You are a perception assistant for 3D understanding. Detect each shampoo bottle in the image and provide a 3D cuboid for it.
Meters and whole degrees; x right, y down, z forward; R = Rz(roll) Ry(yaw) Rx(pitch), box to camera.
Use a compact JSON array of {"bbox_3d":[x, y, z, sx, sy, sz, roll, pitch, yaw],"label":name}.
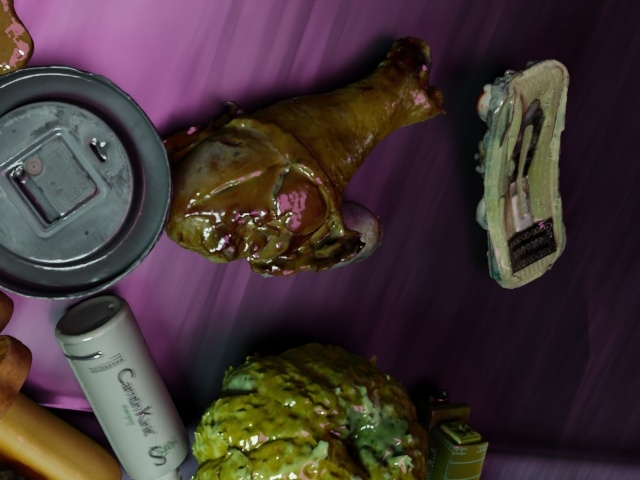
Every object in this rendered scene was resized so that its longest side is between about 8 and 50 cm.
[{"bbox_3d":[-0.215,0.191,0.935,0.085,0.085,0.262,-26,118,-16],"label":"shampoo bottle"}]

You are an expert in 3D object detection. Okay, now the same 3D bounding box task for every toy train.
[{"bbox_3d":[0.164,0.328,1.145,0.090,0.137,0.225,-1,110,-27],"label":"toy train"}]

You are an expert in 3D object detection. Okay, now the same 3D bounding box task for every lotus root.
[{"bbox_3d":[0.000,-0.003,0.969,0.165,0.088,0.088,-13,114,-13],"label":"lotus root"}]

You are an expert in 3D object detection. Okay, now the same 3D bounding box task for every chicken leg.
[{"bbox_3d":[0.000,-0.079,0.887,0.361,0.140,0.211,-24,89,-14],"label":"chicken leg"}]

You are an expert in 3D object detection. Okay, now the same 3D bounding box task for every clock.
[{"bbox_3d":[-0.256,-0.055,0.793,0.226,0.049,0.226,0,94,-4],"label":"clock"}]

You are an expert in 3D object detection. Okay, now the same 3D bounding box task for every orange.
[{"bbox_3d":[-0.006,0.256,0.960,0.301,0.223,0.300,24,58,-21],"label":"orange"}]

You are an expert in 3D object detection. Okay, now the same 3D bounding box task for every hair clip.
[{"bbox_3d":[0.255,-0.090,1.069,0.138,0.091,0.321,-28,131,-24],"label":"hair clip"}]

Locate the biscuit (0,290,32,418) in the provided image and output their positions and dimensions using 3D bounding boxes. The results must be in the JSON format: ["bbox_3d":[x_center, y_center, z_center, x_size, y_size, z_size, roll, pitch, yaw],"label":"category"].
[{"bbox_3d":[-0.416,0.185,0.764,0.334,0.202,0.047,-40,129,-11],"label":"biscuit"}]

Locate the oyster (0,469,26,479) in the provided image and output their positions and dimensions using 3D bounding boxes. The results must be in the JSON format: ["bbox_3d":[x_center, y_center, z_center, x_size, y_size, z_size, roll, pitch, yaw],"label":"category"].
[{"bbox_3d":[-0.396,0.305,0.856,0.260,0.092,0.198,10,142,-33],"label":"oyster"}]

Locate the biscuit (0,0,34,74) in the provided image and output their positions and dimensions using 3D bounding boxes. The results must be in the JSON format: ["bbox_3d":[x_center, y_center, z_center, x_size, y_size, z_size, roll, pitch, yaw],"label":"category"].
[{"bbox_3d":[-0.326,-0.297,0.712,0.197,0.049,0.301,5,104,-18],"label":"biscuit"}]

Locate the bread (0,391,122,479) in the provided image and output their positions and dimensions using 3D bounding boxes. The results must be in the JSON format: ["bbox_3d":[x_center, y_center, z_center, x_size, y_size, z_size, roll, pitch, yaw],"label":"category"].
[{"bbox_3d":[-0.324,0.218,0.894,0.092,0.074,0.239,-23,126,29],"label":"bread"}]
